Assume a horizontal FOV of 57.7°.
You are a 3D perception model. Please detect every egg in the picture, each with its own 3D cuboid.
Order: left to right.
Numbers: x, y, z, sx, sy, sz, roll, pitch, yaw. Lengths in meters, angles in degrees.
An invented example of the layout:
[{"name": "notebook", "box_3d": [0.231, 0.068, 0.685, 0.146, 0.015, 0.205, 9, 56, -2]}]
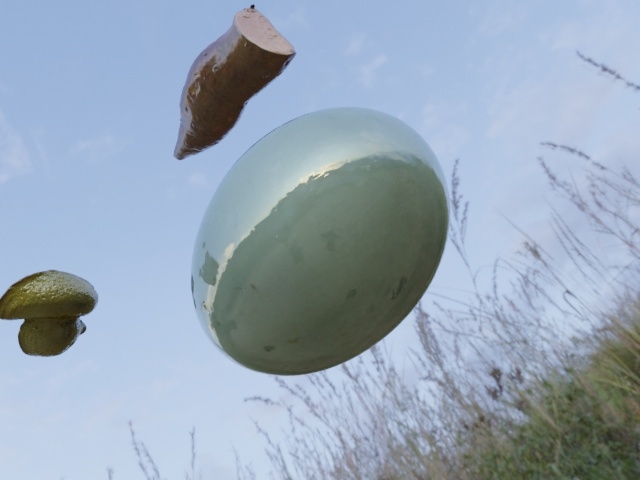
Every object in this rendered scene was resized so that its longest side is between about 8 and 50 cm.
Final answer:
[{"name": "egg", "box_3d": [0.000, 0.000, 0.382, 0.192, 0.149, 0.149, -50, -47, -7]}]

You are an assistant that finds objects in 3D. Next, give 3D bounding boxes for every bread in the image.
[{"name": "bread", "box_3d": [-0.435, 0.126, 0.939, 0.149, 0.065, 0.188, -64, -23, -4]}]

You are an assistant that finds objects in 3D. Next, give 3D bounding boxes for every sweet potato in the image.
[{"name": "sweet potato", "box_3d": [-0.192, -0.264, 1.058, 0.131, 0.131, 0.337, 23, -51, -38]}]
